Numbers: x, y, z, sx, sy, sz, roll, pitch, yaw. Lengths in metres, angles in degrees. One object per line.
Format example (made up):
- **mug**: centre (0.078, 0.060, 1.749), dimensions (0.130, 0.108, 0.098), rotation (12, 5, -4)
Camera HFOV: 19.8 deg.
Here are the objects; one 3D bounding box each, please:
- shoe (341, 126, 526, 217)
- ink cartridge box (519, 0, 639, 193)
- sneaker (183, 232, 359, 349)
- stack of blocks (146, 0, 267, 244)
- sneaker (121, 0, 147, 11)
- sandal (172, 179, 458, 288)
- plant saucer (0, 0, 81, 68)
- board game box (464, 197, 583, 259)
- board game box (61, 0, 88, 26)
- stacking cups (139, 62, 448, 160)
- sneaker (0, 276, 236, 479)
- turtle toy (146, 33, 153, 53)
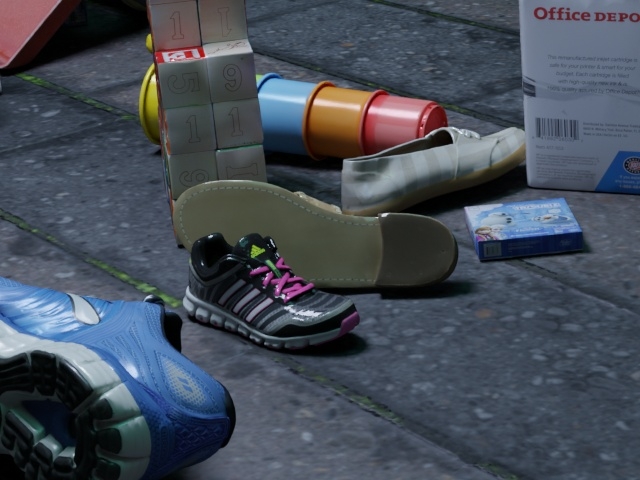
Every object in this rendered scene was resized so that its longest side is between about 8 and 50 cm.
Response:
- **shoe**: centre (0.109, -0.074, 1.701), dimensions (0.219, 0.058, 0.076), rotation (-21, 12, -32)
- **ink cartridge box**: centre (0.261, -0.145, 1.684), dimensions (0.140, 0.190, 0.082), rotation (5, 23, 23)
- **sneaker**: centre (-0.044, 0.034, 1.444), dimensions (0.170, 0.074, 0.063), rotation (14, 28, 39)
- **stack of blocks**: centre (-0.108, -0.166, 1.671), dimensions (0.087, 0.297, 0.171), rotation (-7, 20, -6)
- **sneaker**: centre (-0.275, -0.386, 2.540), dimensions (0.182, 0.158, 0.410), rotation (-11, 13, 10)
- **sandal**: centre (-0.001, 0.006, 1.545), dimensions (0.240, 0.088, 0.079), rotation (7, -9, 12)
- **plant saucer**: centre (-0.372, -0.344, 2.348), dimensions (0.259, 0.048, 0.258), rotation (-52, 45, -6)
- **board game box**: centre (0.175, -0.011, 1.592), dimensions (0.090, 0.020, 0.090), rotation (-6, 20, -2)
- **board game box**: centre (-0.429, -0.329, 2.506), dimensions (0.194, 0.060, 0.194), rotation (-9, 21, -14)
- **stacking cups**: centre (-0.024, -0.130, 1.847), dimensions (0.316, 0.096, 0.096), rotation (6, 24, 25)
- **sneaker**: centre (-0.180, 0.096, 1.288), dimensions (0.147, 0.129, 0.330), rotation (-3, 19, -40)
- **turtle toy**: centre (-0.151, -0.211, 2.124), dimensions (0.095, 0.066, 0.130), rotation (-11, 21, -15)
